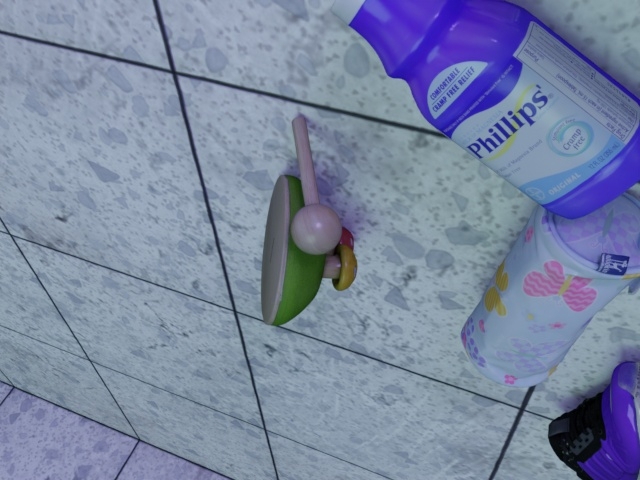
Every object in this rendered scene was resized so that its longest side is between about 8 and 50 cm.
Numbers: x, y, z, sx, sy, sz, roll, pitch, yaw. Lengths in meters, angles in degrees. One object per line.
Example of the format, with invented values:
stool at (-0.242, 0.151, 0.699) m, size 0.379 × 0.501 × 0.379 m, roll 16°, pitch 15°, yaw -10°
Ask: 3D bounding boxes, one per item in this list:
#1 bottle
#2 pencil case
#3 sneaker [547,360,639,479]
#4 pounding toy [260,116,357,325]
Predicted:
bottle at (0.141, -0.135, 0.539) m, size 0.283 × 0.092 × 0.118 m, roll 35°, pitch 140°, yaw -9°
pencil case at (0.247, 0.057, 0.692) m, size 0.124 × 0.113 × 0.273 m, roll 8°, pitch 144°, yaw -5°
sneaker at (0.377, 0.261, 0.865) m, size 0.146 × 0.102 × 0.293 m, roll 4°, pitch 138°, yaw 31°
pounding toy at (0.000, 0.000, 0.768) m, size 0.110 × 0.182 × 0.236 m, roll 6°, pitch 143°, yaw -12°
